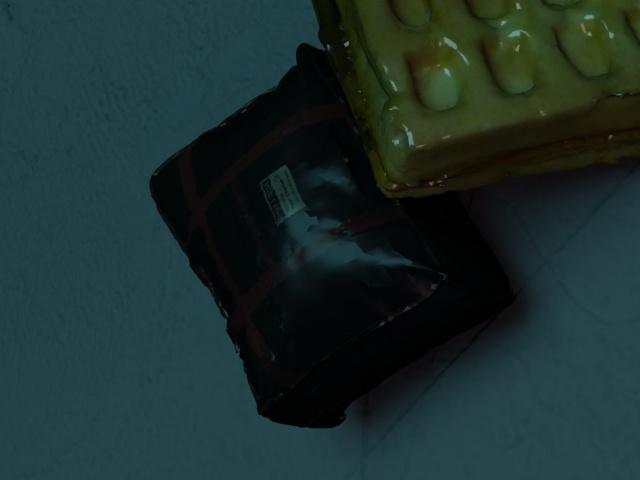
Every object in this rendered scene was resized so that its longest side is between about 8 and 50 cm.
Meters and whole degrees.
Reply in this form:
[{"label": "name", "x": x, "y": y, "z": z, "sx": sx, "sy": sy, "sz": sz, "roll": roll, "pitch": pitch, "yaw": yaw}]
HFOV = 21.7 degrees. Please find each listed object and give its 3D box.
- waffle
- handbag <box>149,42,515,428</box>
[{"label": "waffle", "x": 0.096, "y": -0.184, "z": 1.039, "sx": 0.224, "sy": 0.098, "sz": 0.327, "roll": -13, "pitch": 63, "yaw": -8}, {"label": "handbag", "x": 0.000, "y": 0.000, "z": 1.077, "sx": 0.169, "sy": 0.155, "sz": 0.215, "roll": -42, "pitch": 58, "yaw": 25}]
